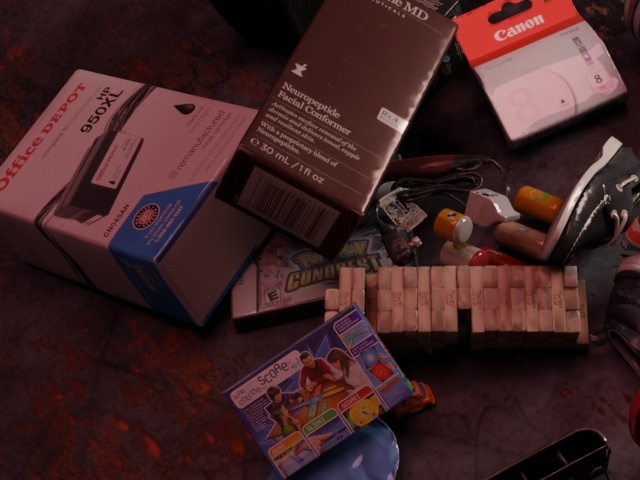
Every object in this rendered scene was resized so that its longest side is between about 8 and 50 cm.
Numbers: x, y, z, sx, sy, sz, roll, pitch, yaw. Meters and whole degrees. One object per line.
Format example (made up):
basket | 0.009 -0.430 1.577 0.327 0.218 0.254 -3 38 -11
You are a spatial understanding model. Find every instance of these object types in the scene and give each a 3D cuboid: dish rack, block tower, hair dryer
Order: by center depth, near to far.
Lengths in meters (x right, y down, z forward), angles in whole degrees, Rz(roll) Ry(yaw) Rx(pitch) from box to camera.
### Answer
dish rack | 0.293 0.365 1.608 0.208 0.074 0.271 -28 47 -4
block tower | 0.175 0.088 1.823 0.335 0.097 0.091 -1 72 5
hair dryer | 0.107 -0.089 2.038 0.224 0.080 0.293 -32 58 -22

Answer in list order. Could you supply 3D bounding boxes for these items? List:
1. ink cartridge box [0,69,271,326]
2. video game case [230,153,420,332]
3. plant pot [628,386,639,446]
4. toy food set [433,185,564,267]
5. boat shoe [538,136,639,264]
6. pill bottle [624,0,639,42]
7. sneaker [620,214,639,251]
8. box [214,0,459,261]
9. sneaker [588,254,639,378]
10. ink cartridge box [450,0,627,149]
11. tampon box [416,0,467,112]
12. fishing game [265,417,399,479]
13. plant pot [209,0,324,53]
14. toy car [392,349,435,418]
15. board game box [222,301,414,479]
ink cartridge box | -0.272 -0.074 2.098 0.395 0.166 0.285 16 61 36
video game case | 0.000 0.000 2.055 0.275 0.035 0.248 -13 47 9
plant pot | 0.453 0.222 1.595 0.191 0.191 0.174 -26 45 -3
toy food set | 0.253 -0.002 1.892 0.104 0.111 0.232 24 21 34
boat shoe | 0.370 -0.045 1.853 0.091 0.114 0.302 33 40 9
pill bottle | 0.559 -0.282 2.016 0.153 0.153 0.264 -25 47 -2
sneaker | 0.460 0.000 1.848 0.075 0.161 0.057 -51 41 37
box | 0.029 -0.181 1.943 0.191 0.143 0.381 28 55 -3
sneaker | 0.466 0.115 1.748 0.269 0.101 0.153 15 58 37
ink cartridge box | 0.319 -0.272 2.100 0.189 0.066 0.232 -24 78 0
tampon box | 0.140 -0.294 2.200 0.101 0.120 0.161 27 63 34
fishing game | 0.015 0.296 1.794 0.189 0.041 0.264 -2 55 28
plant pot | -0.062 -0.415 2.348 0.188 0.167 0.187 17 59 32
toy car | 0.117 0.173 1.860 0.060 0.040 0.122 -10 49 12
board game box | -0.002 0.188 1.772 0.201 0.035 0.136 -34 89 6
